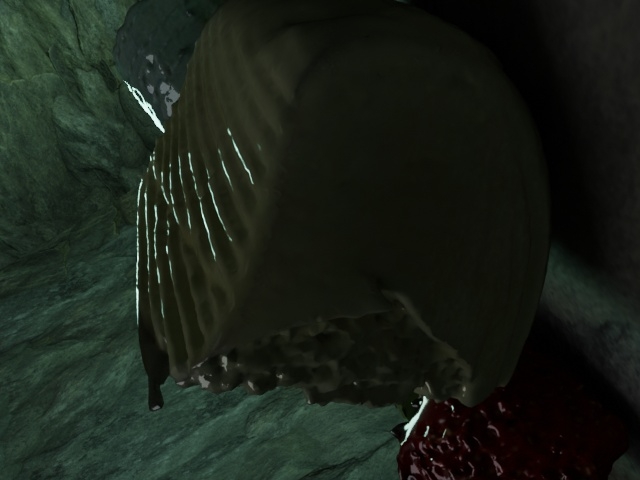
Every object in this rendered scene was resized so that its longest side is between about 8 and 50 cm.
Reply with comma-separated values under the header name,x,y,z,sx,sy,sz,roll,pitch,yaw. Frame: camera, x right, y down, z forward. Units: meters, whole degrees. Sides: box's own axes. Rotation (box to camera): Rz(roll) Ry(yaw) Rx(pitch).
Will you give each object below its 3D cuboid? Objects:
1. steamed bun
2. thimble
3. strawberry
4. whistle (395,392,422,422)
name,x,y,z,sx,sy,sz,roll,pitch,yaw
steamed bun,0.031,-0.031,0.504,0.272,0.273,0.290,10,-152,-31
thimble,-0.141,-0.223,0.905,0.172,0.205,0.250,57,157,5
strawberry,0.172,0.172,0.636,0.201,0.187,0.184,-9,91,54
whistle,0.137,0.184,0.947,0.131,0.106,0.288,64,174,-26
